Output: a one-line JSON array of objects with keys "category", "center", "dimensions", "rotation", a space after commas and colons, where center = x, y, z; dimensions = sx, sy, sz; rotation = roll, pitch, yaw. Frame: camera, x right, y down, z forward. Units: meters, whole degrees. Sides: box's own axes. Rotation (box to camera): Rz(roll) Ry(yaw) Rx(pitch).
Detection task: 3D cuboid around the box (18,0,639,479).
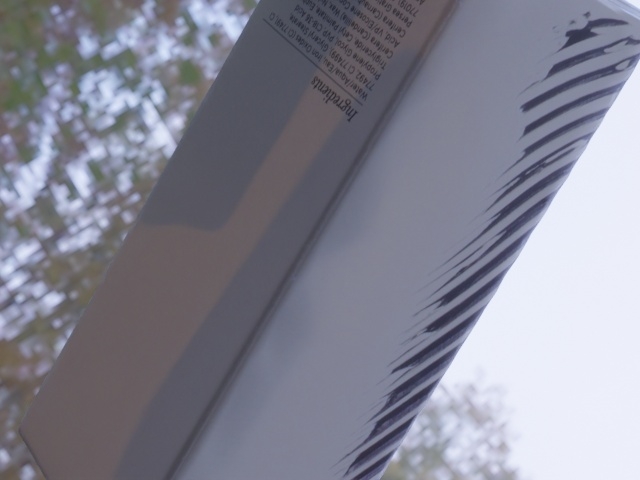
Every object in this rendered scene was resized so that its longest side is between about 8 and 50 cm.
[{"category": "box", "center": [0.000, 0.000, 0.712], "dimensions": [0.275, 0.094, 0.113], "rotation": [-59, -142, 13]}]
